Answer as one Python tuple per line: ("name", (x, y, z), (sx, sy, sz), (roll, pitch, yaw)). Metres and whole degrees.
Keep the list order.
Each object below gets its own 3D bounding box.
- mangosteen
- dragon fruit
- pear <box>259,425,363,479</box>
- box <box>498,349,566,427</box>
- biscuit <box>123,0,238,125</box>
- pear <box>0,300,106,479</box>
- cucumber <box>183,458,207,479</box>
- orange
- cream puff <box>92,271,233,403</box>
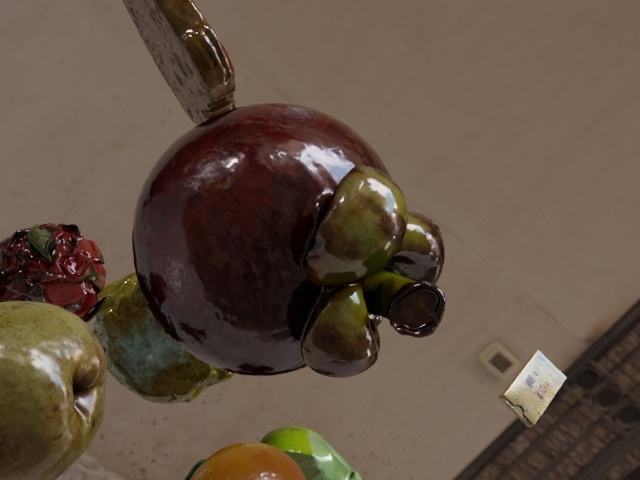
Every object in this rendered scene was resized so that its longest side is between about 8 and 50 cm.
("mangosteen", (-0.015, 0.006, 0.436), (0.215, 0.215, 0.258), (30, -10, -40))
("dragon fruit", (-0.542, 0.098, 1.169), (0.234, 0.292, 0.233), (10, 28, -5))
("pear", (-0.059, 0.621, 1.536), (0.282, 0.286, 0.176), (45, 11, 5))
("box", (0.387, 0.268, 1.076), (0.073, 0.020, 0.149), (47, 52, 12))
("biscuit", (-0.223, -0.309, 0.951), (0.381, 0.074, 0.358), (40, -20, 47))
("pear", (-0.350, 0.182, 0.674), (0.188, 0.212, 0.228), (17, 65, -66))
("cucumber", (-0.322, 0.621, 1.329), (0.056, 0.056, 0.284), (38, 47, -14))
("orange", (-0.107, 0.404, 0.886), (0.206, 0.206, 0.206), (39, 12, -10))
("cream puff", (-0.357, 0.215, 1.484), (0.378, 0.378, 0.275), (39, 1, -6))
